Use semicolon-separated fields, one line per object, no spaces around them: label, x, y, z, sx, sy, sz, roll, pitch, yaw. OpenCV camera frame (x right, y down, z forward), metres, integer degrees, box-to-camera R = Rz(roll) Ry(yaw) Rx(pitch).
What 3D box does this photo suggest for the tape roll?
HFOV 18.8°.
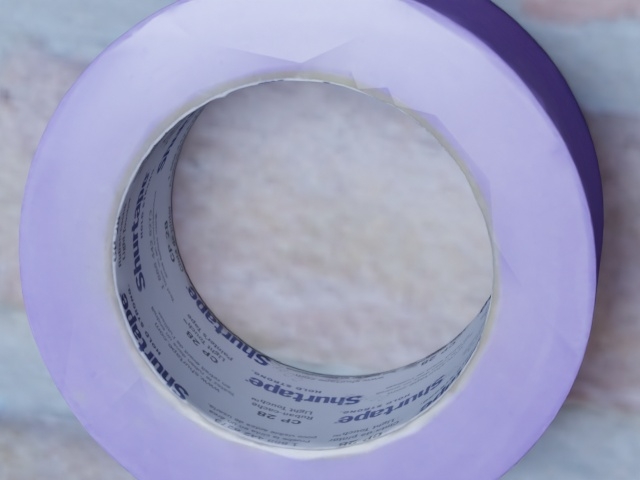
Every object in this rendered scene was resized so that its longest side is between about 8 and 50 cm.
tape roll;0.000;0.000;0.654;0.189;0.080;0.189;3;105;10
